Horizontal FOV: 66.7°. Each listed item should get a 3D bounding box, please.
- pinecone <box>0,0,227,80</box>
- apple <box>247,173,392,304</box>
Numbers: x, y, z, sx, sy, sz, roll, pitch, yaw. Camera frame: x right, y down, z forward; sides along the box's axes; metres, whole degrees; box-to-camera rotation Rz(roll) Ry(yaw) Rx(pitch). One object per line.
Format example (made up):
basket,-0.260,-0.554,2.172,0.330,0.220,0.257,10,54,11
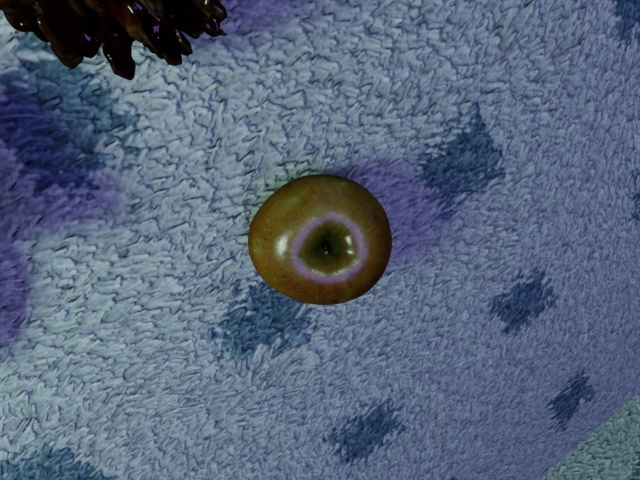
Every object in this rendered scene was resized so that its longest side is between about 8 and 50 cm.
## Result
pinecone,-0.213,-0.329,0.513,0.296,0.242,0.298,-17,114,-14
apple,0.000,0.000,0.812,0.237,0.207,0.237,-2,99,-12
